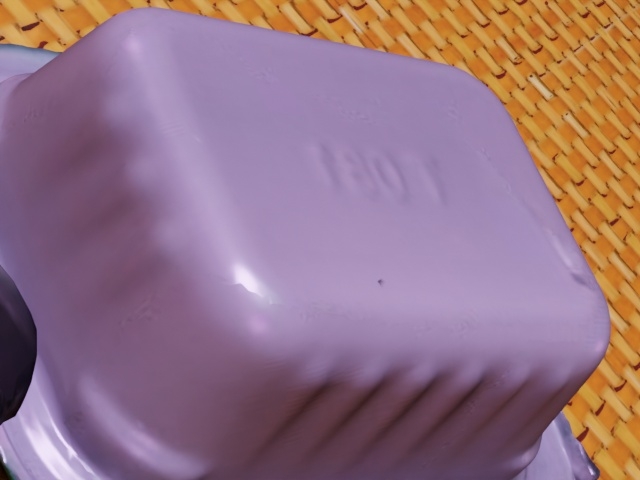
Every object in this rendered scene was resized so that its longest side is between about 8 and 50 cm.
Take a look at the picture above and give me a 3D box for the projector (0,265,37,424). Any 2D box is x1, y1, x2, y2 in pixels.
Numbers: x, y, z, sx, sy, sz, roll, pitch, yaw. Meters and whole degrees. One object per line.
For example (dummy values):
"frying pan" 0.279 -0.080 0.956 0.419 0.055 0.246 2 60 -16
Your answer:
"projector" -0.311 0.029 0.304 0.395 0.242 0.405 46 34 -4

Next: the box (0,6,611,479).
"box" 0.000 0.000 0.807 0.336 0.106 0.264 5 51 -46
